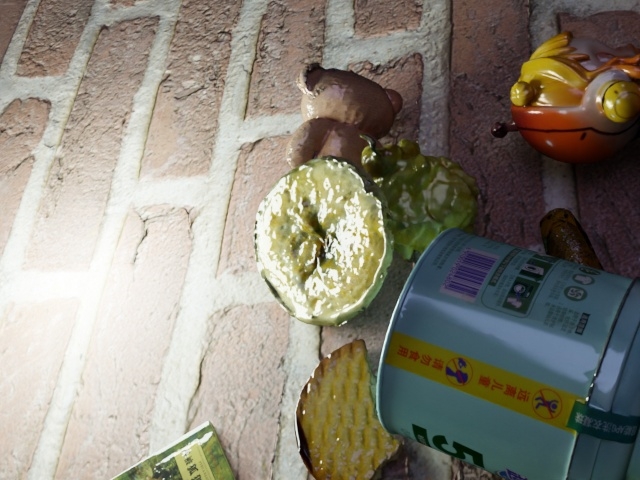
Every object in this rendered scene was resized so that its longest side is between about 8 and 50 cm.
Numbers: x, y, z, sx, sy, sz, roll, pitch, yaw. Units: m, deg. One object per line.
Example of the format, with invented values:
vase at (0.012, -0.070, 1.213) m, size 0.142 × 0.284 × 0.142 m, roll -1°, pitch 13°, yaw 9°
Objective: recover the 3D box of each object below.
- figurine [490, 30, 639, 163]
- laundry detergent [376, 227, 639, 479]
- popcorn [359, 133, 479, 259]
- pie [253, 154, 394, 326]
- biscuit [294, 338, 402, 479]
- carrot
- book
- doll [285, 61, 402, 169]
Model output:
figurine at (0.439, -0.206, 1.215) m, size 0.323 × 0.196 × 0.320 m, roll 18°, pitch 21°, yaw 18°
laundry detergent at (0.267, 0.157, 0.970) m, size 0.305 × 0.287 × 0.287 m, roll 18°, pitch 64°, yaw 27°
popcorn at (0.152, -0.076, 1.227) m, size 0.168 × 0.173 × 0.195 m, roll -32°, pitch 71°, yaw 38°
pie at (0.000, 0.000, 1.217) m, size 0.274 × 0.055 × 0.274 m, roll 0°, pitch 91°, yaw 40°
biscuit at (0.046, 0.252, 1.136) m, size 0.176 × 0.031 × 0.228 m, roll 13°, pitch 61°, yaw 24°
carrot at (0.380, 0.052, 1.143) m, size 0.069 × 0.069 × 0.229 m, roll -19°, pitch 55°, yaw 5°
book at (-0.230, 0.383, 1.140) m, size 0.228 × 0.024 × 0.160 m, roll -31°, pitch 52°, yaw -3°
doll at (0.023, -0.144, 1.362) m, size 0.201 × 0.156 × 0.303 m, roll 16°, pitch 79°, yaw -19°
